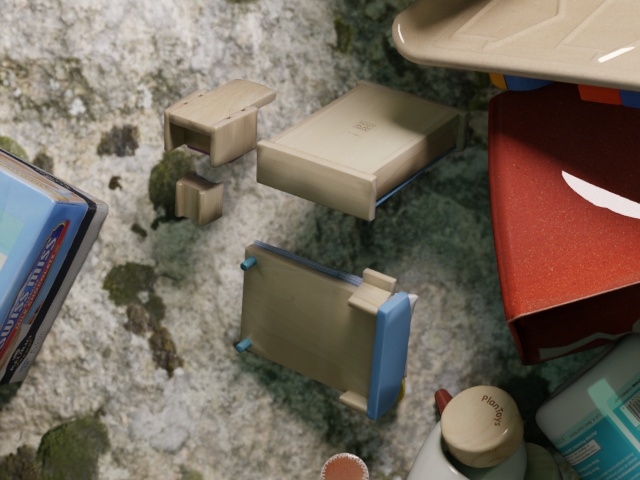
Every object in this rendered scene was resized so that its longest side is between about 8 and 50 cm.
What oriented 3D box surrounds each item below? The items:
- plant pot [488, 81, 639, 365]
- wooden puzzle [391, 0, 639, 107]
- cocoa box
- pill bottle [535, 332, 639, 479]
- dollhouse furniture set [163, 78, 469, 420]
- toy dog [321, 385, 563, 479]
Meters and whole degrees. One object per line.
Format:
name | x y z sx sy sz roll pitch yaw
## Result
plant pot | 0.294 -0.040 1.688 0.267 0.267 0.236 -16 74 6
wooden puzzle | 0.295 -0.230 1.640 0.347 0.081 0.322 17 48 39
cocoa box | -0.444 -0.019 1.775 0.347 0.228 0.231 28 92 7
pill bottle | 0.354 0.235 1.718 0.146 0.146 0.264 -40 85 4
dollhouse furniture set | 0.000 0.000 1.807 0.286 0.198 0.303 20 123 28
toy dog | 0.086 0.264 1.737 0.333 0.161 0.220 -23 127 -22
